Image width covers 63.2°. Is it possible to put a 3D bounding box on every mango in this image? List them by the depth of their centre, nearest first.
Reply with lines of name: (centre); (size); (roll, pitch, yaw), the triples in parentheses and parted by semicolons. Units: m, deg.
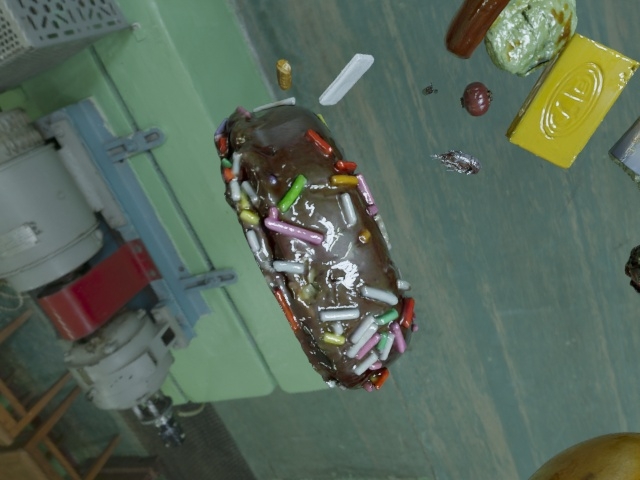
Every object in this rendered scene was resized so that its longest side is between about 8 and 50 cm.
mango: (0.344, 0.346, 0.659); (0.138, 0.257, 0.187); (44, 158, 5)

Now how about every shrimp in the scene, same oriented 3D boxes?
shrimp: (0.403, -0.236, 1.553); (0.165, 0.057, 0.065); (12, 146, -1)

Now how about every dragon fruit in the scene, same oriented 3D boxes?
dragon fruit: (0.874, 0.071, 1.326); (0.188, 0.182, 0.182); (21, 124, -11)

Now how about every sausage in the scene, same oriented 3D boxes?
sausage: (0.356, -0.513, 1.179); (0.089, 0.084, 0.300); (18, 161, -3)

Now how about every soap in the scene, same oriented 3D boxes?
soap: (0.677, -0.377, 1.415); (0.204, 0.096, 0.325); (27, 115, 4)

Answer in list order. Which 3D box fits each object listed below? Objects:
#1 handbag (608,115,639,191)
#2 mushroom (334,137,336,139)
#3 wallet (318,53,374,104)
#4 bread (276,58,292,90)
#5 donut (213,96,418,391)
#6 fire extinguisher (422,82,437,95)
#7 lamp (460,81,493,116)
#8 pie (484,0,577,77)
handbag: (0.598, -0.169, 0.915); (0.117, 0.095, 0.173); (45, 122, 21)
mushroom: (-0.051, -0.145, 1.284); (0.163, 0.297, 0.278); (42, 133, -3)
wallet: (0.073, -0.465, 1.504); (0.183, 0.124, 0.032); (-42, 84, 31)
bread: (-0.115, -0.524, 1.653); (0.044, 0.157, 0.052); (-38, 85, -7)
donut: (0.006, 0.013, 0.573); (0.136, 0.259, 0.345); (-27, 114, 0)
fire extinguisher: (0.360, -0.483, 1.680); (0.046, 0.100, 0.032); (25, 99, -5)
lamp: (0.458, -0.414, 1.526); (0.090, 0.101, 0.101); (-7, 117, 27)
pie: (0.528, -0.509, 1.278); (0.248, 0.090, 0.201); (-36, 120, -2)
